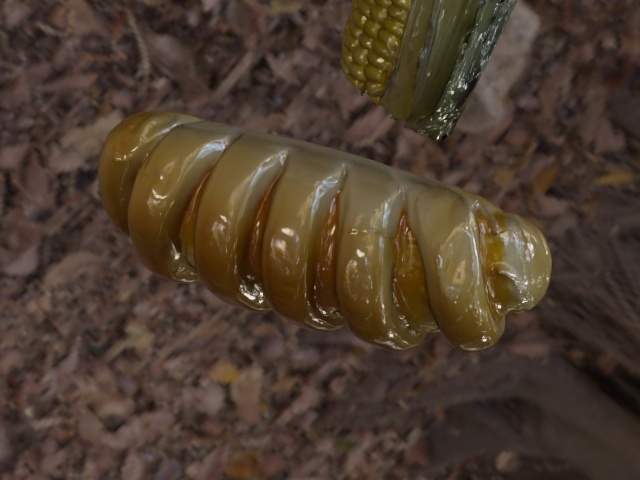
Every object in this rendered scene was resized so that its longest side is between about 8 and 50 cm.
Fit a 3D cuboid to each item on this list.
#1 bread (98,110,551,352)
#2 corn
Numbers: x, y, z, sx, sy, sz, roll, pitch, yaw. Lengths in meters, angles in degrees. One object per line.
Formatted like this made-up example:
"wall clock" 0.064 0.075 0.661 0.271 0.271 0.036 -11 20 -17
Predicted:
"bread" 0.000 0.000 0.959 0.173 0.311 0.121 27 80 -70
"corn" 0.110 -0.217 0.973 0.122 0.123 0.305 -5 130 -41
